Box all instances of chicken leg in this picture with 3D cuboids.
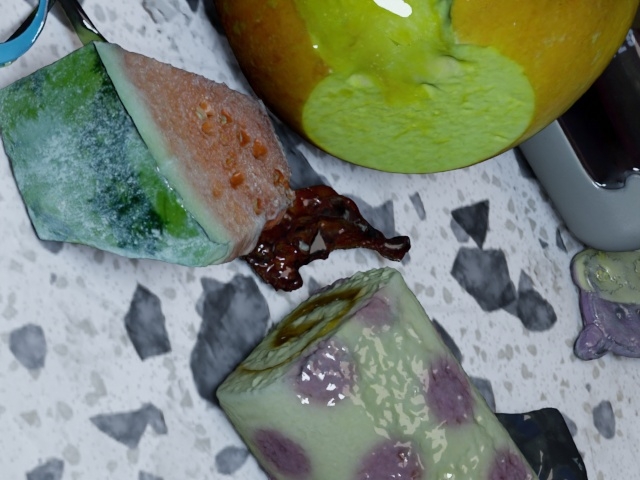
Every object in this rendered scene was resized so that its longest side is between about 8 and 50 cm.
[{"bbox_3d":[-0.003,-0.006,1.691,0.219,0.048,0.089,-13,89,-50],"label":"chicken leg"}]

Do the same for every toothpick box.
[{"bbox_3d":[0.305,-0.128,1.976,0.316,0.229,0.229,59,41,-15],"label":"toothpick box"}]

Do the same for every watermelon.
[{"bbox_3d":[-0.118,-0.063,1.541,0.256,0.140,0.193,-15,82,-60],"label":"watermelon"}]

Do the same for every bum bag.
[{"bbox_3d":[0.246,0.294,1.840,0.137,0.074,0.310,-38,104,-38],"label":"bum bag"}]

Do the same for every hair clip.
[{"bbox_3d":[0.340,0.067,2.047,0.187,0.056,0.146,11,60,-43],"label":"hair clip"}]

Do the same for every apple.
[{"bbox_3d":[0.104,-0.244,1.681,0.384,0.374,0.374,-12,85,-50],"label":"apple"}]

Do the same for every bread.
[{"bbox_3d":[0.078,0.202,1.619,0.338,0.155,0.187,57,46,-17],"label":"bread"}]

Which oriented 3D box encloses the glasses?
[{"bbox_3d":[-0.217,-0.236,1.496,0.207,0.102,0.239,10,68,-46],"label":"glasses"}]
